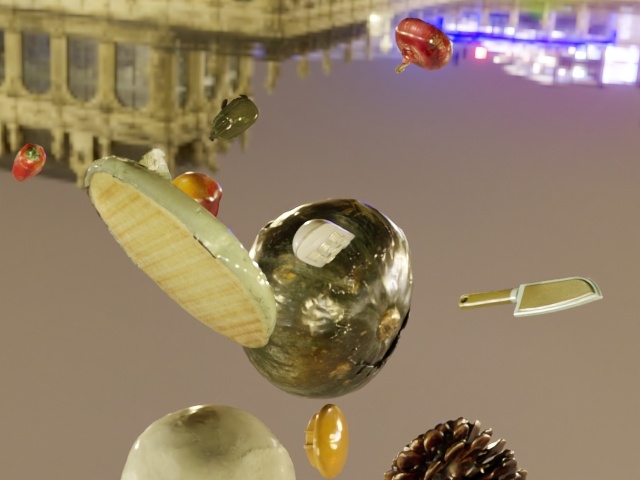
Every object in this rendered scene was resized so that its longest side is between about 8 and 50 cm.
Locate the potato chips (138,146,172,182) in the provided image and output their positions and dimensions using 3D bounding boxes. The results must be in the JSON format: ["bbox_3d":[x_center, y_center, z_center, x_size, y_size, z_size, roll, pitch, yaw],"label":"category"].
[{"bbox_3d":[-0.367,-0.133,2.601,0.026,0.142,0.209,-21,-128,23],"label":"potato chips"}]

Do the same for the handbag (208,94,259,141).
[{"bbox_3d":[-0.168,-0.228,2.190,0.111,0.072,0.047,-43,-158,-10],"label":"handbag"}]

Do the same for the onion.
[{"bbox_3d":[0.222,-0.429,2.661,0.150,0.140,0.150,28,163,9],"label":"onion"}]

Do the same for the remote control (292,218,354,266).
[{"bbox_3d":[0.000,0.000,1.711,0.044,0.073,0.229,46,-175,11],"label":"remote control"}]

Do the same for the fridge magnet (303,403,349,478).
[{"bbox_3d":[0.014,0.387,2.236,0.063,0.143,0.143,-4,-167,24],"label":"fridge magnet"}]

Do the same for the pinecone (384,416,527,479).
[{"bbox_3d":[0.258,0.445,1.992,0.246,0.246,0.292,-14,-138,-45],"label":"pinecone"}]

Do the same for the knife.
[{"bbox_3d":[0.348,0.102,1.951,0.027,0.061,0.343,32,155,-26],"label":"knife"}]

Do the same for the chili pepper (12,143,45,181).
[{"bbox_3d":[-0.538,-0.144,2.138,0.059,0.050,0.191,-51,-172,-26],"label":"chili pepper"}]

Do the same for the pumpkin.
[{"bbox_3d":[0.019,0.125,2.515,0.344,0.454,0.454,12,-161,29],"label":"pumpkin"}]

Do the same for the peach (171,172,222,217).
[{"bbox_3d":[-0.206,-0.061,1.855,0.101,0.100,0.101,3,-163,-1],"label":"peach"}]

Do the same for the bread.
[{"bbox_3d":[-0.143,0.011,1.222,0.267,0.267,0.040,20,-120,44],"label":"bread"}]

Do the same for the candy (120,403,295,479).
[{"bbox_3d":[-0.166,0.370,1.760,0.295,0.185,0.295,8,-136,-8],"label":"candy"}]
